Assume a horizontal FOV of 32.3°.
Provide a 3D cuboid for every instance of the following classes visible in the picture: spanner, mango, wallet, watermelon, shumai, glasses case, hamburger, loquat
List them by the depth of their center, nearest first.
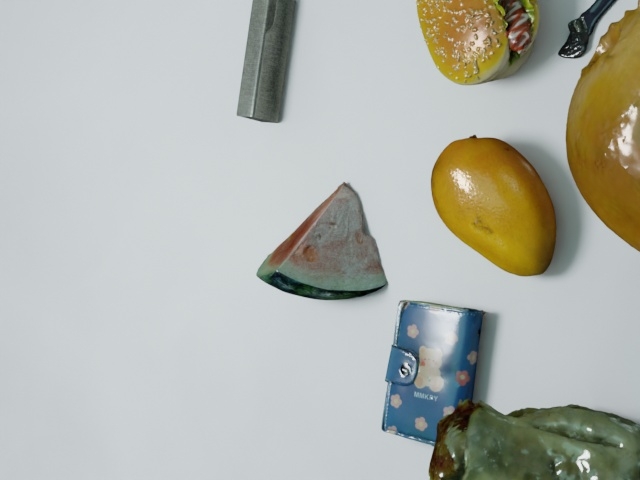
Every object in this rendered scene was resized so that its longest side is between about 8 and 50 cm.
[{"bbox_3d":[0.439,-0.126,1.253,0.328,0.328,0.329,-3,85,36],"label":"loquat"},{"bbox_3d":[0.271,0.294,1.373,0.260,0.222,0.225,-19,53,36],"label":"shumai"},{"bbox_3d":[0.390,-0.328,1.482,0.208,0.012,0.046,-51,61,21],"label":"spanner"},{"bbox_3d":[0.242,-0.046,1.514,0.145,0.112,0.219,-43,75,25],"label":"mango"},{"bbox_3d":[0.216,-0.321,1.545,0.173,0.116,0.210,-32,68,33],"label":"hamburger"},{"bbox_3d":[0.158,0.190,1.583,0.141,0.059,0.202,8,92,38],"label":"wallet"},{"bbox_3d":[0.001,0.023,1.722,0.202,0.136,0.207,-43,24,-15],"label":"watermelon"},{"bbox_3d":[-0.086,-0.296,1.792,0.047,0.070,0.205,10,92,32],"label":"glasses case"}]
